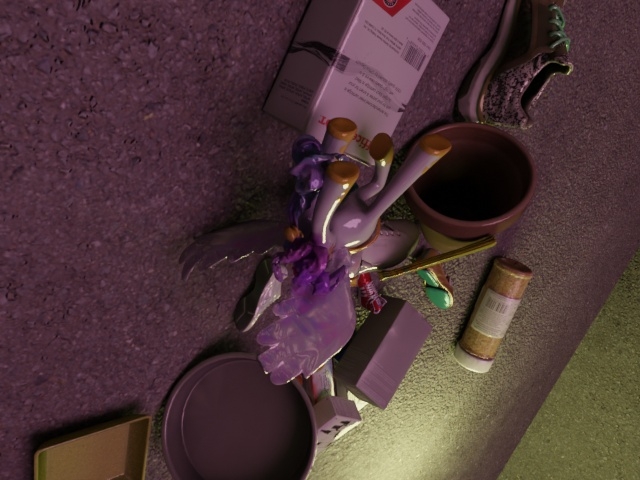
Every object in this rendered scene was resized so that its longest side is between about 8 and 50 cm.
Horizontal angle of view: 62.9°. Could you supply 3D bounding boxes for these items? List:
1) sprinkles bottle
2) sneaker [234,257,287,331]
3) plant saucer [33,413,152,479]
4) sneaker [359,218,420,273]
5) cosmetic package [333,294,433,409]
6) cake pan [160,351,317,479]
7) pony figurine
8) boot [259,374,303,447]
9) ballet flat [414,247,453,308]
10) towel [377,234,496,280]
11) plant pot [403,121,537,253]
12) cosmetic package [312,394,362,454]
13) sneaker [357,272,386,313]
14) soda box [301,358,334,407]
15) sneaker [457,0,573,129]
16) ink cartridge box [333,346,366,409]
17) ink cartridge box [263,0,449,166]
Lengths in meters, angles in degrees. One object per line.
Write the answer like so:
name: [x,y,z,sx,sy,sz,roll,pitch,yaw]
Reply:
sprinkles bottle: [0.530,0.231,1.617,0.121,0.121,0.355,-1,117,-43]
sneaker: [-0.108,0.109,0.992,0.061,0.053,0.152,24,98,-51]
plant saucer: [-0.399,0.388,0.908,0.188,0.045,0.188,-7,120,-41]
sneaker: [0.097,-0.006,1.066,0.290,0.106,0.123,-22,132,-30]
cosmetic package: [0.149,0.260,1.242,0.127,0.107,0.238,47,66,-28]
cake pan: [-0.148,0.353,0.973,0.293,0.293,0.054,-54,171,-1]
pony figurine: [0.000,0.000,0.805,0.351,0.303,0.363,-21,148,-36]
boot: [-0.084,0.355,1.099,0.197,0.152,0.073,-9,122,-39]
ballet flat: [0.308,0.100,1.362,0.073,0.080,0.232,-59,143,-19]
towel: [0.234,0.037,1.060,0.237,0.021,0.102,-19,172,12]
plant pot: [0.303,-0.086,1.134,0.263,0.263,0.229,-41,155,-16]
cosmetic package: [-0.024,0.457,1.227,0.099,0.060,0.239,28,116,-40]
sneaker: [0.115,0.117,1.194,0.042,0.067,0.118,-32,134,-25]
soda box: [-0.010,0.309,1.206,0.058,0.063,0.183,-25,132,-27]
sneaker: [0.462,-0.401,1.091,0.158,0.182,0.410,14,106,-47]
ink cartridge box: [0.088,0.354,1.342,0.097,0.046,0.207,-29,132,-29]
ink cartridge box: [0.059,-0.281,0.843,0.197,0.114,0.273,14,105,-48]
